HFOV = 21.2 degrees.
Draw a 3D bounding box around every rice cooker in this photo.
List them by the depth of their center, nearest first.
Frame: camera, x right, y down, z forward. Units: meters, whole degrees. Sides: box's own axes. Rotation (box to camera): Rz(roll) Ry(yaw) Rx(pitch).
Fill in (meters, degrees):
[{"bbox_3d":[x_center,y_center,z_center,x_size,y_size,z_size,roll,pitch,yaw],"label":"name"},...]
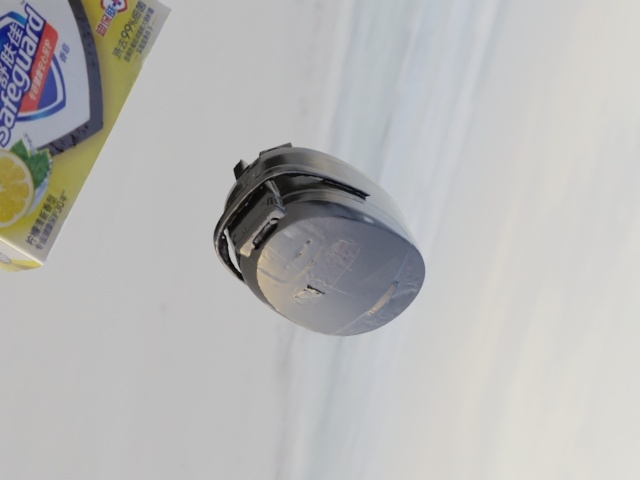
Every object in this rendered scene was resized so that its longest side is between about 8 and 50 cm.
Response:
[{"bbox_3d":[0.000,0.000,1.265,0.112,0.165,0.106,-48,-152,19],"label":"rice cooker"}]

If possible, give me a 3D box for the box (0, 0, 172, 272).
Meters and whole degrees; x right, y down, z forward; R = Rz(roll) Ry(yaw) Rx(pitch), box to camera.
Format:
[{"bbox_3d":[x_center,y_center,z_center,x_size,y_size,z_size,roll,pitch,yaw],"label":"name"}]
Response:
[{"bbox_3d":[-0.261,-0.125,1.459,0.097,0.168,0.265,-6,-126,58],"label":"box"}]
